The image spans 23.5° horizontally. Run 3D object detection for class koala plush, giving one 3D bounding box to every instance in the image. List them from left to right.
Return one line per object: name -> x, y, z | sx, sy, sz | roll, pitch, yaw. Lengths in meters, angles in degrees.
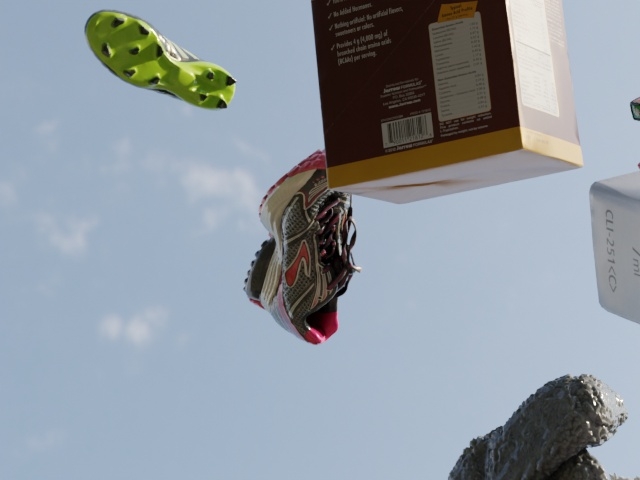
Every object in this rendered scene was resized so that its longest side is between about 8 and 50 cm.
koala plush -> 0.227, 0.246, 1.266 | 0.221, 0.196, 0.203 | 20, -42, -36

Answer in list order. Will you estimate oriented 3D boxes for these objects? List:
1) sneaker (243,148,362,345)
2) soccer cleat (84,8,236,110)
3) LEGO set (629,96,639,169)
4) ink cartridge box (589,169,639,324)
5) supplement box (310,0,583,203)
sneaker -> 0.000, 0.000, 1.782 | 0.121, 0.112, 0.299 | -34, -26, -30
soccer cleat -> -0.159, -0.169, 1.461 | 0.179, 0.072, 0.060 | 25, -92, -41
LEGO set -> 0.412, -0.085, 1.661 | 0.244, 0.060, 0.182 | 7, -86, -34
ink cartridge box -> 0.305, -0.001, 0.626 | 0.296, 0.261, 0.066 | -14, -72, -21
supplement box -> 0.108, -0.148, 1.360 | 0.191, 0.194, 0.129 | -11, -11, 31
